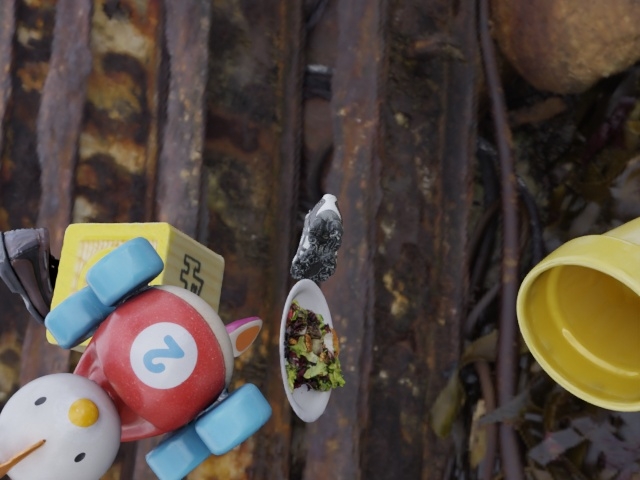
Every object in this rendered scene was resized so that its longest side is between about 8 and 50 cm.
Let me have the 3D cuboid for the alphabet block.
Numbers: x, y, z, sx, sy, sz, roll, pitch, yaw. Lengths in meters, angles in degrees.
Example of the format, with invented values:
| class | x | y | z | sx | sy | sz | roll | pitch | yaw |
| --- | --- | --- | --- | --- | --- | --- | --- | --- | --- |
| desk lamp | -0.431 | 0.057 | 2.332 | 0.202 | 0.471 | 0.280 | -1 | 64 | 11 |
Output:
| class | x | y | z | sx | sy | sz | roll | pitch | yaw |
| --- | --- | --- | --- | --- | --- | --- | --- | --- | --- |
| alphabet block | -0.284 | 0.089 | 1.365 | 0.192 | 0.197 | 0.193 | -2 | 73 | 21 |

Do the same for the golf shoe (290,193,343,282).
| class | x | y | z | sx | sy | sz | roll | pitch | yaw |
| --- | --- | --- | --- | --- | --- | --- | --- | --- | --- |
| golf shoe | 0.000 | 0.000 | 1.510 | 0.198 | 0.077 | 0.093 | 118 | 162 | -51 |

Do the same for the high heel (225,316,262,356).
| class | x | y | z | sx | sy | sz | roll | pitch | yaw |
| --- | --- | --- | --- | --- | --- | --- | --- | --- | --- |
| high heel | -0.236 | 0.206 | 1.791 | 0.117 | 0.244 | 0.082 | 28 | 136 | 32 |

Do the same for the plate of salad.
| class | x | y | z | sx | sy | sz | roll | pitch | yaw |
| --- | --- | --- | --- | --- | --- | --- | --- | --- | --- |
| plate of salad | -0.007 | 0.153 | 1.209 | 0.048 | 0.200 | 0.199 | -4 | 70 | 21 |

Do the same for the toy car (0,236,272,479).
| class | x | y | z | sx | sy | sz | roll | pitch | yaw |
| --- | --- | --- | --- | --- | --- | --- | --- | --- | --- |
| toy car | -0.213 | 0.159 | 0.813 | 0.219 | 0.238 | 0.210 | 53 | 133 | 1 |

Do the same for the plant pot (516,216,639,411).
| class | x | y | z | sx | sy | sz | roll | pitch | yaw |
| --- | --- | --- | --- | --- | --- | --- | --- | --- | --- |
| plant pot | 0.463 | 0.084 | 1.290 | 0.254 | 0.239 | 0.254 | 29 | 136 | 32 |

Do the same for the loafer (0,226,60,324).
| class | x | y | z | sx | sy | sz | roll | pitch | yaw |
| --- | --- | --- | --- | --- | --- | --- | --- | --- | --- |
| loafer | -0.468 | 0.063 | 1.472 | 0.302 | 0.095 | 0.109 | 89 | 160 | -67 |
